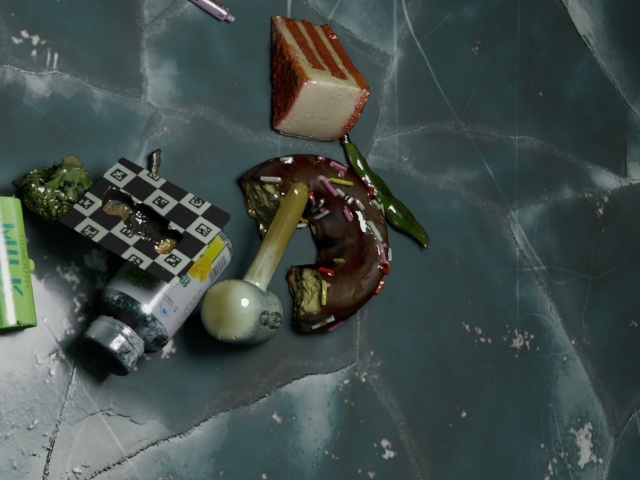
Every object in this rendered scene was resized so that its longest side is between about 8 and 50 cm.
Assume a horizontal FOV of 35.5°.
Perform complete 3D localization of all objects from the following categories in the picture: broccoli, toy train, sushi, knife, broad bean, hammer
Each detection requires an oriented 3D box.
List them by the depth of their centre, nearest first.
[{"bbox_3d":[-0.517,0.041,1.561,0.157,0.105,0.253,0,77,-48],"label":"toy train"},{"bbox_3d":[-0.284,-0.020,1.626,0.215,0.050,0.192,29,46,5],"label":"sushi"},{"bbox_3d":[-0.422,-0.082,1.636,0.131,0.120,0.130,40,31,17],"label":"broccoli"},{"bbox_3d":[-0.095,0.036,1.733,0.113,0.202,0.305,23,88,13],"label":"hammer"},{"bbox_3d":[-0.316,-0.062,1.758,0.045,0.021,0.222,18,72,-35],"label":"knife"},{"bbox_3d":[0.125,-0.093,2.045,0.297,0.043,0.060,50,47,-11],"label":"broad bean"}]

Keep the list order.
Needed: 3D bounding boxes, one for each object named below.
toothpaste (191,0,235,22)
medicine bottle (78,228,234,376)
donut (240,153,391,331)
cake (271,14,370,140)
[{"bbox_3d":[-0.238,-0.470,1.916,0.170,0.028,0.045,30,56,-19],"label":"toothpaste"},{"bbox_3d":[-0.277,0.086,1.672,0.141,0.141,0.293,45,59,-16],"label":"medicine bottle"},{"bbox_3d":[0.017,-0.011,1.899,0.259,0.136,0.345,-18,89,-32],"label":"donut"},{"bbox_3d":[-0.006,-0.346,1.955,0.158,0.159,0.262,4,74,-29],"label":"cake"}]
